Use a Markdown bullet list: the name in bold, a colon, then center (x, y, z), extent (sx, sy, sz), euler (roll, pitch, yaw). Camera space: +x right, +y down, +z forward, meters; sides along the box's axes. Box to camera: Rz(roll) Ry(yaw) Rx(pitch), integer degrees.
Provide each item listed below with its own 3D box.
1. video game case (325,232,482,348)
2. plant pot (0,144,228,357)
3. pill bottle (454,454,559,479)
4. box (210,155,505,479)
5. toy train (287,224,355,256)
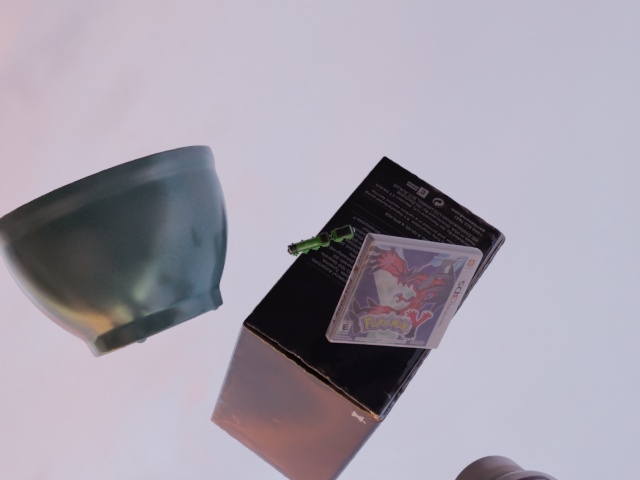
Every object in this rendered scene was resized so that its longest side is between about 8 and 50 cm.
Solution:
- **video game case**: center (0.127, 0.082, 1.322), extent (0.023, 0.201, 0.183), euler (56, -48, 52)
- **plant pot**: center (-0.236, 0.026, 1.101), extent (0.293, 0.293, 0.196), euler (-23, -89, 30)
- **pill bottle**: center (0.283, 0.397, 1.106), extent (0.169, 0.169, 0.301), euler (-62, -156, 4)
- **box**: center (0.060, 0.181, 1.719), extent (0.297, 0.480, 0.471), euler (34, -124, 7)
- **toy train**: center (0.000, 0.000, 1.024), extent (0.083, 0.024, 0.017), euler (-18, -96, 4)
